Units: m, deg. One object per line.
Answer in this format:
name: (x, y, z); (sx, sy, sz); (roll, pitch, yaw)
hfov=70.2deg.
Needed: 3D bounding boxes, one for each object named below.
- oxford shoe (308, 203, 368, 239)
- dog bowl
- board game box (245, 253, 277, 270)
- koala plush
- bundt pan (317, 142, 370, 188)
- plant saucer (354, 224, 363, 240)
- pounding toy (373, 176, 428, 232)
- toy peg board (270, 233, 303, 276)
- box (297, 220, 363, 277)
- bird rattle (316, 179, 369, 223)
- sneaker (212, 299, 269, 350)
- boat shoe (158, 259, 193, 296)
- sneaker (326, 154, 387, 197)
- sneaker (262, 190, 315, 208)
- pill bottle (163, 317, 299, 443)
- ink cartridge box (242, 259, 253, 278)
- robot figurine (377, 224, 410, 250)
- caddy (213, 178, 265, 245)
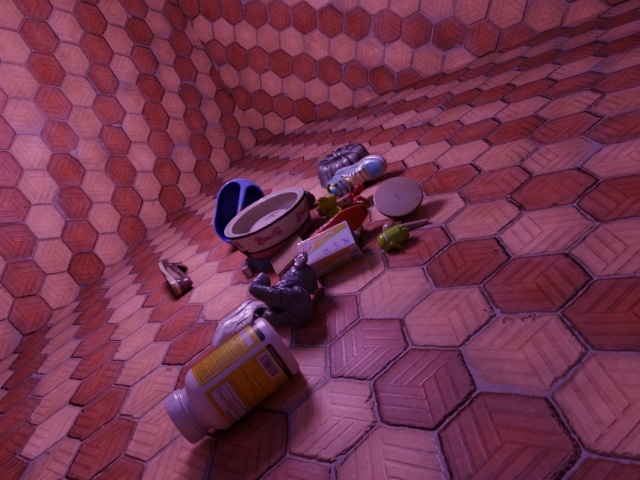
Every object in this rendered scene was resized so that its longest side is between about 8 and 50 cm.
oxford shoe: (0.060, -0.060, 1.781); (0.271, 0.097, 0.098); (-32, 18, -5)
dog bowl: (-0.221, -0.074, 2.050); (0.407, 0.151, 0.408); (-24, 23, 11)
board game box: (-0.217, 0.045, 2.041); (0.211, 0.039, 0.160); (-40, 26, -21)
koala plush: (-0.081, 0.158, 1.508); (0.203, 0.196, 0.221); (1, 37, 31)
bundt pan: (0.119, -0.417, 2.467); (0.330, 0.124, 0.331); (-25, 24, 12)
plant saucer: (0.085, 0.000, 1.791); (0.198, 0.036, 0.199); (-25, 24, 12)
pounding toy: (0.305, -0.117, 1.727); (0.182, 0.110, 0.237); (-13, 56, 10)
toy peg board: (-0.108, 0.075, 1.840); (0.161, 0.079, 0.161); (-46, 24, 2)
box: (0.035, 0.035, 1.643); (0.203, 0.114, 0.103); (-27, 57, 10)
bird rattle: (0.086, -0.173, 2.032); (0.253, 0.143, 0.207); (-37, 8, -23)
sneaker: (-0.273, 0.296, 1.566); (0.094, 0.090, 0.235); (6, 42, 39)
boat shoe: (-0.720, 0.169, 2.286); (0.123, 0.123, 0.342); (-29, 26, -19)
sneaker: (0.161, -0.285, 2.164); (0.318, 0.127, 0.208); (-19, 22, 45)
sneaker: (-0.163, -0.214, 2.378); (0.343, 0.134, 0.146); (0, 22, 37)
pill bottle: (-0.238, 0.377, 1.228); (0.333, 0.188, 0.188); (-36, 24, -14)
ink cartridge box: (-0.316, 0.128, 1.979); (0.028, 0.048, 0.083); (-28, 25, 6)
robot figurine: (0.249, -0.009, 1.582); (0.115, 0.067, 0.101); (-29, 29, 3)
caddy: (-0.404, -0.146, 2.295); (0.241, 0.342, 0.179); (9, 15, -9)
